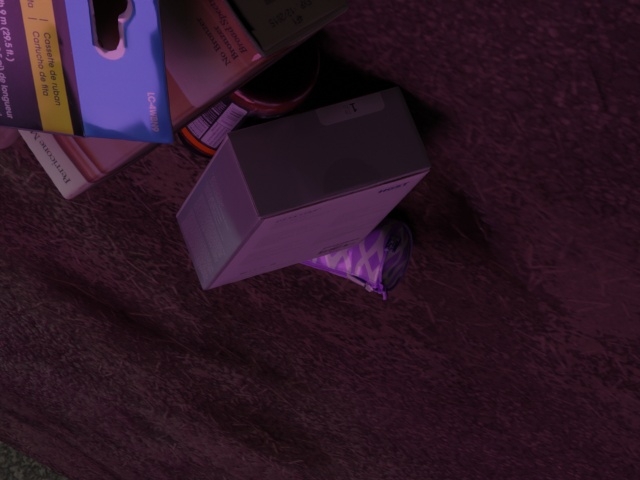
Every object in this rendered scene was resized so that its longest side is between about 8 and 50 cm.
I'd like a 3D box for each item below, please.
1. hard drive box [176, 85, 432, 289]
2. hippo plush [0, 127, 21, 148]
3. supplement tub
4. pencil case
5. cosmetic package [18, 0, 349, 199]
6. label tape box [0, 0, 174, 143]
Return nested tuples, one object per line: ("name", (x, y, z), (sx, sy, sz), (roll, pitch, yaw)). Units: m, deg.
("hard drive box", (-0.021, -0.045, 1.597), (0.089, 0.181, 0.232), (69, 157, 11))
("hippo plush", (-0.471, -0.134, 1.804), (0.294, 0.236, 0.234), (24, 156, 4))
("supplement tub", (-0.078, -0.141, 1.563), (0.106, 0.106, 0.198), (31, 156, -10))
("pencil case", (0.000, 0.000, 1.790), (0.206, 0.088, 0.086), (16, 164, 25))
("cosmetic package", (-0.138, -0.171, 1.392), (0.296, 0.129, 0.153), (-32, 94, 45))
("label tape box", (-0.270, -0.220, 1.261), (0.348, 0.115, 0.249), (7, 129, 12))
